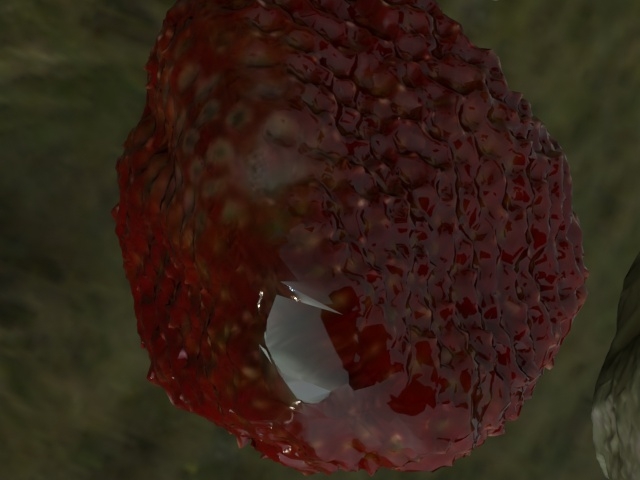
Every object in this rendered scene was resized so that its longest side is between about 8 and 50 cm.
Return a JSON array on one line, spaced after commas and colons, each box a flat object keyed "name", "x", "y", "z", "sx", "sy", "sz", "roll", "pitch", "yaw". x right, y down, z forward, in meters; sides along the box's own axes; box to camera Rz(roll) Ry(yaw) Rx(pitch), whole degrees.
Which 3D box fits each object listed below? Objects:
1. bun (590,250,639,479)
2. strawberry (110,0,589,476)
[{"name": "bun", "x": 0.263, "y": 0.081, "z": 0.715, "sx": 0.360, "sy": 0.359, "sz": 0.211, "roll": -60, "pitch": -179, "yaw": -31}, {"name": "strawberry", "x": 0.000, "y": 0.000, "z": 1.062, "sx": 0.267, "sy": 0.312, "sz": 0.351, "roll": -30, "pitch": -165, "yaw": 17}]
